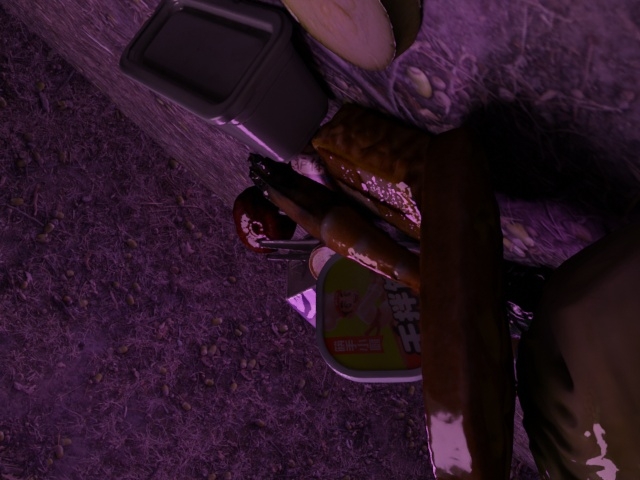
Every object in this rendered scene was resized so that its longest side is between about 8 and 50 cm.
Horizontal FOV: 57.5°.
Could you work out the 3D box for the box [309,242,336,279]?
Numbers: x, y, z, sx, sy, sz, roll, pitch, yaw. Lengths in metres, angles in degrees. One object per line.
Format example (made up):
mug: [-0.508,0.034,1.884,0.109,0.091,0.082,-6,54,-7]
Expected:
box: [0.027,0.050,1.298,0.105,0.105,0.037,42,-149,-7]

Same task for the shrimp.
shrimp: [0.038,-0.034,1.016,0.445,0.085,0.272,35,-173,25]

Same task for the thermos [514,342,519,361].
thermos: [0.441,0.258,1.020,0.286,0.144,0.182,47,-158,-22]

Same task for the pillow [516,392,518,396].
pillow: [0.400,0.362,1.721,0.307,0.108,0.305,38,166,-2]

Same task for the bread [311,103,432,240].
bread: [0.100,-0.094,0.845,0.222,0.096,0.181,34,166,40]

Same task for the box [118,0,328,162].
box: [-0.138,-0.245,0.893,0.311,0.175,0.182,33,176,38]

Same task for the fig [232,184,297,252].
fig: [-0.151,-0.083,1.749,0.204,0.186,0.249,63,-152,-15]

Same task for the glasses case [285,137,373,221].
glasses case: [0.013,-0.096,1.178,0.122,0.082,0.321,19,157,38]

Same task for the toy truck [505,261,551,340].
toy truck: [0.296,0.090,0.939,0.121,0.088,0.259,46,170,-22]

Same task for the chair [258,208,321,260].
chair: [0.000,0.000,1.420,0.274,0.191,0.203,10,165,8]

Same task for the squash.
squash: [0.007,-0.269,0.589,0.219,0.041,0.219,44,172,8]

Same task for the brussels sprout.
brussels sprout: [0.331,0.158,0.554,0.355,0.281,0.289,61,-162,-9]

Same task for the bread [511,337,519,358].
bread: [0.329,0.179,1.170,0.147,0.098,0.217,36,170,9]

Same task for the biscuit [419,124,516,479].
biscuit: [0.172,0.077,0.637,0.070,0.395,0.350,-5,158,19]

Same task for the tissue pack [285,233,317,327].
tissue pack: [0.057,0.153,1.648,0.338,0.160,0.242,45,-149,-28]

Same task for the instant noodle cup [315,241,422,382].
instant noodle cup: [0.148,0.173,1.228,0.293,0.294,0.308,37,173,21]
